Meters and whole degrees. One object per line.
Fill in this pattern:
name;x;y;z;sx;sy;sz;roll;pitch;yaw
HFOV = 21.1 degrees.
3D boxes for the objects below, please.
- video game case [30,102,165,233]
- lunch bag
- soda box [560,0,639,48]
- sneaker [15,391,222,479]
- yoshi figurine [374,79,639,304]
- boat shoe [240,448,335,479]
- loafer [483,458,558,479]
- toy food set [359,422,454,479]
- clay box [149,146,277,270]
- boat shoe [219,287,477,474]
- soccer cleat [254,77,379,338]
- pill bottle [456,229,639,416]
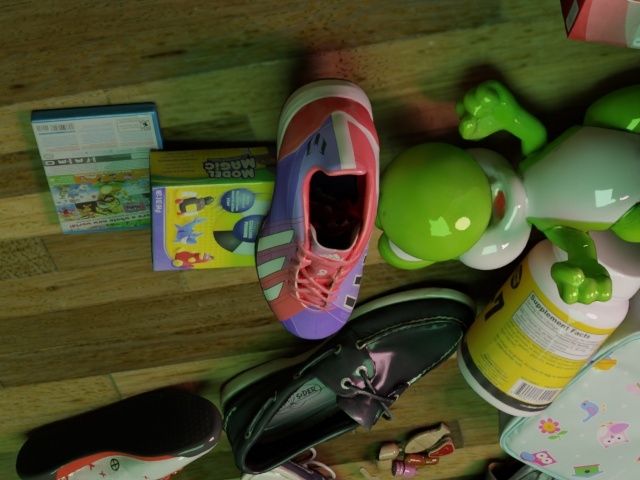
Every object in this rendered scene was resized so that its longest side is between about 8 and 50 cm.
video game case;-0.208;-0.068;1.676;0.119;0.015;0.166;-4;140;1
lunch bag;0.337;0.160;1.901;0.224;0.108;0.279;26;130;-21
soda box;0.277;-0.277;1.396;0.092;0.083;0.263;6;140;-10
sneaker;-0.208;0.261;2.014;0.270;0.090;0.145;-16;139;21
yoshi figurine;0.203;-0.051;1.591;0.362;0.203;0.203;-17;130;20
boat shoe;-0.018;0.313;2.091;0.095;0.079;0.254;-27;137;23
loafer;0.223;0.295;2.107;0.170;0.062;0.061;-30;111;24
toy food set;0.110;0.259;2.081;0.122;0.019;0.078;-26;135;15
clay box;-0.056;-0.032;1.687;0.222;0.053;0.127;-3;140;-6
boat shoe;0.029;0.164;1.888;0.340;0.113;0.127;-24;134;24
soccer cleat;0.000;0.000;1.605;0.108;0.116;0.318;-2;135;-9
pill bottle;0.240;0.073;1.757;0.119;0.119;0.208;19;126;-23
